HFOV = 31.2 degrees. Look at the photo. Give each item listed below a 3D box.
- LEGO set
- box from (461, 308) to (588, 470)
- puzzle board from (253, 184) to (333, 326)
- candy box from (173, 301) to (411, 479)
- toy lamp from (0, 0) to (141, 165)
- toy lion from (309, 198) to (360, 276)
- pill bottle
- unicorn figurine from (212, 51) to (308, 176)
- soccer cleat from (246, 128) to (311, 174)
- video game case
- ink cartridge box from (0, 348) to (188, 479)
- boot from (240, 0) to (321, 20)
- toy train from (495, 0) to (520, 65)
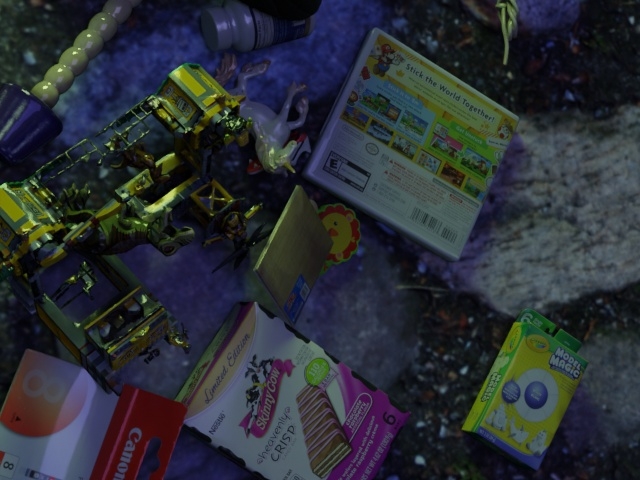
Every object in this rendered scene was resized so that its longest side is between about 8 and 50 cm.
[{"bbox_3d":[-0.165,0.002,1.147,0.192,0.255,0.331,45,58,14],"label":"LEGO set"},{"bbox_3d":[0.262,0.183,1.428,0.105,0.043,0.179,33,74,-18],"label":"box"},{"bbox_3d":[-0.029,0.017,1.266,0.096,0.011,0.128,60,43,-39],"label":"puzzle board"},{"bbox_3d":[-0.034,0.196,1.290,0.233,0.071,0.159,36,75,-16],"label":"candy box"},{"bbox_3d":[-0.260,-0.196,1.221,0.080,0.080,0.275,40,70,-15],"label":"toy lamp"},{"bbox_3d":[0.000,0.000,1.340,0.096,0.034,0.100,27,77,-26],"label":"toy lion"},{"bbox_3d":[-0.072,-0.252,1.304,0.120,0.067,0.067,-18,94,-22],"label":"pill bottle"},{"bbox_3d":[-0.062,-0.140,1.298,0.162,0.060,0.111,28,72,19],"label":"unicorn figurine"},{"bbox_3d":[-0.047,-0.095,1.326,0.083,0.029,0.036,-36,125,-14],"label":"soccer cleat"},{"bbox_3d":[0.113,-0.115,1.395,0.227,0.026,0.206,29,77,-17],"label":"video game case"},{"bbox_3d":[-0.246,0.209,1.185,0.179,0.045,0.145,18,80,6],"label":"ink cartridge box"},{"bbox_3d":[-0.108,-0.446,1.234,0.377,0.138,0.284,31,70,-10],"label":"boot"},{"bbox_3d":[0.269,-0.337,1.439,0.143,0.105,0.248,-2,87,-36],"label":"toy train"}]
